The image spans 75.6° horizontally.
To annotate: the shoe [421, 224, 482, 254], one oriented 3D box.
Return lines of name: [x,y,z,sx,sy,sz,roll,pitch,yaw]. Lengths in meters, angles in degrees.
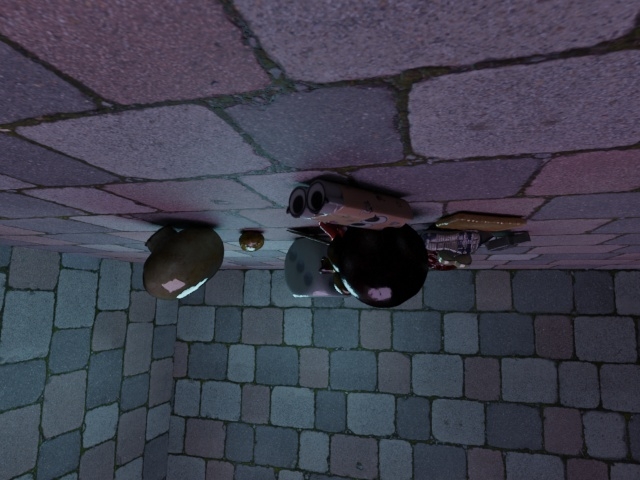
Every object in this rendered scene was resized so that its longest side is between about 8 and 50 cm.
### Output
shoe: [0.464,-0.015,1.466,0.207,0.091,0.106,6,-147,20]

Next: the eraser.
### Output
eraser: [0.077,-0.083,1.051,0.291,0.087,0.171,7,168,-39]

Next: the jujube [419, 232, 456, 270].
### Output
jujube: [0.463,0.042,1.643,0.230,0.155,0.155,10,168,-40]

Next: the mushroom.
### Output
mushroom: [-0.540,0.076,1.592,0.352,0.260,0.352,-42,-176,3]

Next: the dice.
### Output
dice: [0.010,0.130,1.888,0.265,0.268,0.263,9,169,-39]

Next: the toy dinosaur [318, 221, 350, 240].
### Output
toy dinosaur: [0.049,0.001,1.443,0.070,0.138,0.286,-3,170,19]

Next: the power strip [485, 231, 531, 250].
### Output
power strip: [0.735,-0.001,1.610,0.145,0.061,0.216,-18,171,32]

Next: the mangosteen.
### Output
mangosteen: [0.183,0.071,1.309,0.330,0.330,0.330,1,172,0]

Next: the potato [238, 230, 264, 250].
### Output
potato: [-0.292,0.006,1.743,0.107,0.080,0.170,17,168,-19]

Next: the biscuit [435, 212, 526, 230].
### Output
biscuit: [0.519,-0.059,1.345,0.250,0.030,0.160,3,173,-14]

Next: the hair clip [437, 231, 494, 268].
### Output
hair clip: [0.521,0.019,1.522,0.219,0.159,0.071,-24,142,-12]

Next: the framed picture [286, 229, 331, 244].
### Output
framed picture: [0.000,0.000,1.639,0.231,0.010,0.173,18,-178,32]
